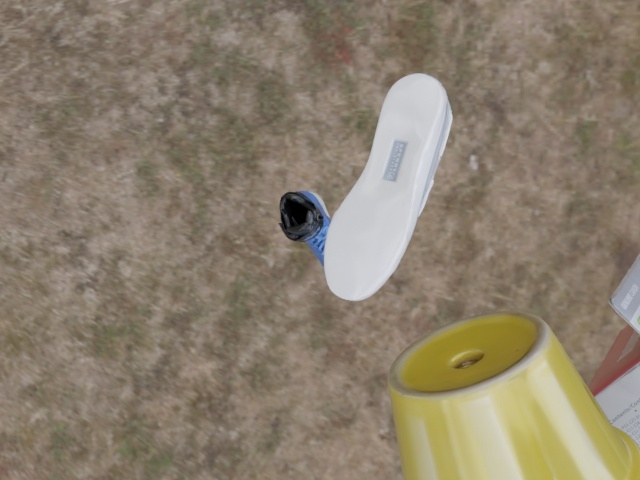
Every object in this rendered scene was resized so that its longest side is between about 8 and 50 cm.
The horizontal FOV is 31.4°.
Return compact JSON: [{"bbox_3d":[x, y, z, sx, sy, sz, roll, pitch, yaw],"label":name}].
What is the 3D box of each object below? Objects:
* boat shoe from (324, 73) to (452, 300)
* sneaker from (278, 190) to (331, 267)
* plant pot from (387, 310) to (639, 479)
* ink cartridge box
[{"bbox_3d":[0.057,-0.038,0.896,0.063,0.066,0.184,24,80,-63],"label":"boat shoe"},{"bbox_3d":[-0.001,0.001,1.455,0.152,0.058,0.084,59,21,14],"label":"sneaker"},{"bbox_3d":[0.181,0.209,1.111,0.254,0.254,0.239,-29,107,-24],"label":"plant pot"},{"bbox_3d":[0.423,0.166,1.366,0.272,0.130,0.309,48,27,7],"label":"ink cartridge box"}]
